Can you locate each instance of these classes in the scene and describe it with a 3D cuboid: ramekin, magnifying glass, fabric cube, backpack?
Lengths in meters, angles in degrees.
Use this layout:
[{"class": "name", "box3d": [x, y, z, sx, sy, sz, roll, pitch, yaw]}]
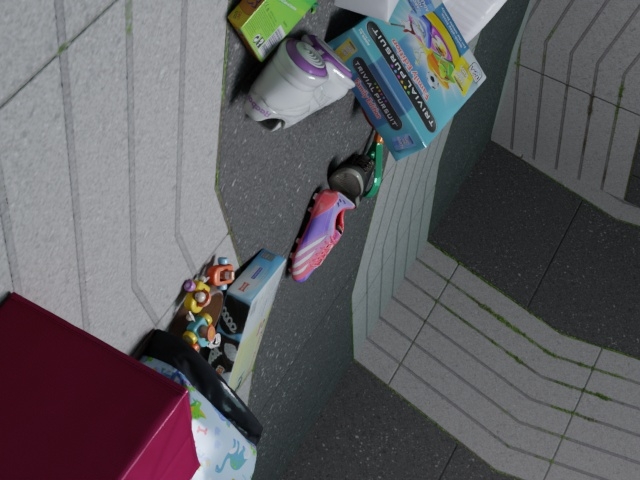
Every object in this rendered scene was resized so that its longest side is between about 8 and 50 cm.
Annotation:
[{"class": "ramekin", "box3d": [0.327, -0.543, 1.940, 0.273, 0.127, 0.273, -51, -173, 9]}, {"class": "magnifying glass", "box3d": [0.135, -0.216, 2.177, 0.092, 0.026, 0.231, 40, -59, 59]}, {"class": "fabric cube", "box3d": [-0.320, 0.269, 1.046, 0.258, 0.254, 0.259, -57, 164, -31]}, {"class": "backpack", "box3d": [-0.261, 0.380, 1.452, 0.355, 0.273, 0.290, -45, 128, -18]}]

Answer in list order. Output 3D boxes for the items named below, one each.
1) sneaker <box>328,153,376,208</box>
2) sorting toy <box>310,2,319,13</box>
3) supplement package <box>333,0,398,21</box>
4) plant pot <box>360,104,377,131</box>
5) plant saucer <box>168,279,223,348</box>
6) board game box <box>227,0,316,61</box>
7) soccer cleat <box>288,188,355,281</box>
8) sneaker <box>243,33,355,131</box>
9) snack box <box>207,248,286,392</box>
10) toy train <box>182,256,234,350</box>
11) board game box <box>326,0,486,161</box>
[{"class": "sneaker", "box3d": [0.078, -0.162, 2.062, 0.222, 0.083, 0.118, 95, 19, -77]}, {"class": "sorting toy", "box3d": [-0.004, -0.408, 1.439, 0.062, 0.012, 0.083, -26, 138, -75]}, {"class": "supplement package", "box3d": [0.084, -0.463, 1.447, 0.179, 0.105, 0.105, 85, 27, -64]}, {"class": "plant pot", "box3d": [0.187, -0.323, 1.934, 0.174, 0.191, 0.191, -33, 148, -46]}, {"class": "plant saucer", "box3d": [-0.224, 0.148, 1.626, 0.168, 0.029, 0.168, -55, 164, -25]}, {"class": "board game box", "box3d": [-0.022, -0.380, 1.270, 0.259, 0.039, 0.124, -46, 165, -1]}, {"class": "soccer cleat", "box3d": [0.000, 0.000, 2.015, 0.083, 0.095, 0.248, -37, 150, -60]}, {"class": "sneaker", "box3d": [-0.041, -0.255, 1.457, 0.152, 0.114, 0.305, -45, 174, 19]}, {"class": "snack box", "box3d": [-0.165, 0.195, 1.818, 0.187, 0.060, 0.322, -53, 164, -58]}, {"class": "toy train", "box3d": [-0.186, 0.115, 1.560, 0.125, 0.046, 0.166, -4, 101, -57]}, {"class": "board game box", "box3d": [0.176, -0.343, 1.722, 0.079, 0.254, 0.336, -22, -162, 40]}]
